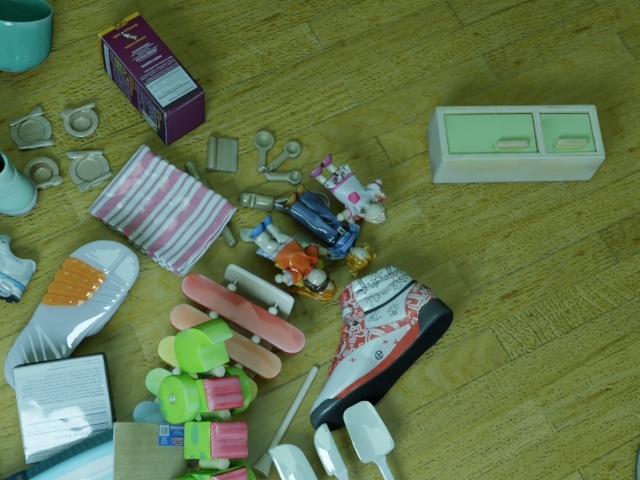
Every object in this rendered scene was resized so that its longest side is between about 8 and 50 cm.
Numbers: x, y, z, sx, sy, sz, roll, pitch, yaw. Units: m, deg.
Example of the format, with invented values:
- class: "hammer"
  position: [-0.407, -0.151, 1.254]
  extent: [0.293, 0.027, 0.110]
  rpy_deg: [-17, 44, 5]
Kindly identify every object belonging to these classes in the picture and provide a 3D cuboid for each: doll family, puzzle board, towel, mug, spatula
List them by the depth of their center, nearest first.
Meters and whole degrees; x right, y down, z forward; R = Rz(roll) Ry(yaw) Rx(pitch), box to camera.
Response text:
- class: "puzzle board"
  position: [-0.226, 0.291, 1.427]
  extent: [0.128, 0.011, 0.096]
  rpy_deg: [13, 71, -49]
- class: "spatula"
  position: [0.052, 0.368, 1.524]
  extent: [0.168, 0.019, 0.242]
  rpy_deg: [-25, 84, -16]
- class: "doll family"
  position: [0.000, 0.000, 1.658]
  extent: [0.163, 0.118, 0.263]
  rpy_deg: [43, 56, 0]
- class: "towel"
  position: [-0.248, -0.050, 1.675]
  extent: [0.197, 0.029, 0.144]
  rpy_deg: [34, 77, 14]
- class: "mug"
  position: [-0.500, -0.340, 1.751]
  extent: [0.129, 0.097, 0.157]
  rpy_deg: [10, 31, -2]

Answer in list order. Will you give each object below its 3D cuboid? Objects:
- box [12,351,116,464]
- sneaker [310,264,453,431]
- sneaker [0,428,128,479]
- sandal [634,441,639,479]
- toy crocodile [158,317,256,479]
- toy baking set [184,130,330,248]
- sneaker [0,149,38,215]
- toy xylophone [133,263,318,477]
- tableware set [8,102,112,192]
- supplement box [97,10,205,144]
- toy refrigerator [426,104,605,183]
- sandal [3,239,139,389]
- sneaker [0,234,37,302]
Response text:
- class: "box"
  position: [-0.358, 0.235, 1.516]
  extent: [0.126, 0.072, 0.137]
  rpy_deg: [-8, 89, -9]
- class: "sneaker"
  position: [0.058, 0.155, 1.613]
  extent: [0.270, 0.090, 0.145]
  rpy_deg: [-42, 58, -8]
- class: "sneaker"
  position: [-0.355, 0.404, 1.418]
  extent: [0.319, 0.127, 0.208]
  rpy_deg: [-25, 97, -9]
- class: "sandal"
  position: [0.525, 0.406, 1.546]
  extent: [0.120, 0.086, 0.302]
  rpy_deg: [7, 66, -3]
- class: "toy crocodile"
  position: [-0.139, 0.275, 1.429]
  extent: [0.115, 0.105, 0.340]
  rpy_deg: [-1, 85, -41]
- class: "toy baking set"
  position: [-0.095, -0.075, 1.720]
  extent: [0.197, 0.030, 0.256]
  rpy_deg: [-21, 71, -14]
- class: "sneaker"
  position: [-0.567, -0.107, 1.615]
  extent: [0.256, 0.151, 0.094]
  rpy_deg: [4, 68, 5]
- class: "toy xylophone"
  position: [-0.136, 0.202, 1.569]
  extent: [0.236, 0.081, 0.322]
  rpy_deg: [22, 67, 3]
- class: "tableware set"
  position: [-0.418, -0.148, 1.724]
  extent: [0.141, 0.020, 0.168]
  rpy_deg: [-14, 69, -12]
- class: "supplement box"
  position: [-0.273, -0.262, 1.742]
  extent: [0.081, 0.104, 0.188]
  rpy_deg: [-35, 75, -19]
- class: "toy refrigerator"
  position: [0.319, -0.161, 1.765]
  extent: [0.270, 0.094, 0.102]
  rpy_deg: [-1, 67, -7]
- class: "sandal"
  position: [-0.370, 0.109, 1.595]
  extent: [0.102, 0.076, 0.265]
  rpy_deg: [39, 90, 7]
- class: "sneaker"
  position: [-0.516, 0.016, 1.624]
  extent: [0.191, 0.071, 0.083]
  rpy_deg: [32, 61, -1]
